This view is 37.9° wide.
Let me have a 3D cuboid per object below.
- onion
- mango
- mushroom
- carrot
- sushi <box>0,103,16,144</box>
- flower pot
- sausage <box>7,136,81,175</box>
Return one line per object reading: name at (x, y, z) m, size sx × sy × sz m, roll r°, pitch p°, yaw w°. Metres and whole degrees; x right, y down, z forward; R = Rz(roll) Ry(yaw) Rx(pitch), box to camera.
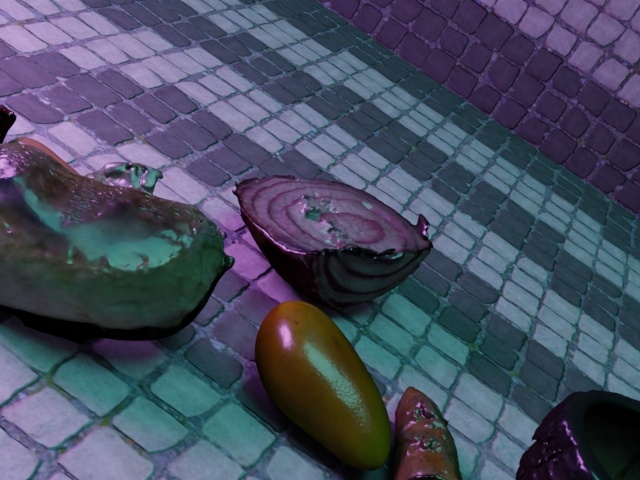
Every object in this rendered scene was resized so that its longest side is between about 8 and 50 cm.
onion at (0.000, 0.000, 1.476) m, size 0.314 × 0.146 × 0.280 m, roll -6°, pitch 31°, yaw -38°
mango at (0.001, 0.185, 1.188) m, size 0.138 × 0.113 × 0.253 m, roll 1°, pitch 47°, yaw -51°
mushroom at (-0.277, -0.011, 1.102) m, size 0.344 × 0.130 × 0.247 m, roll 28°, pitch 65°, yaw -3°
carrot at (0.130, 0.268, 1.222) m, size 0.102 × 0.102 × 0.263 m, roll 26°, pitch 21°, yaw -11°
sushi at (-0.485, -0.153, 1.204) m, size 0.172 × 0.153 × 0.150 m, roll 9°, pitch -3°, yaw 22°
flower pot at (0.311, 0.350, 1.064) m, size 0.266 × 0.267 × 0.266 m, roll 24°, pitch 27°, yaw -13°
sausage at (-0.320, -0.034, 1.239) m, size 0.289 × 0.086 × 0.086 m, roll 41°, pitch 29°, yaw 15°
